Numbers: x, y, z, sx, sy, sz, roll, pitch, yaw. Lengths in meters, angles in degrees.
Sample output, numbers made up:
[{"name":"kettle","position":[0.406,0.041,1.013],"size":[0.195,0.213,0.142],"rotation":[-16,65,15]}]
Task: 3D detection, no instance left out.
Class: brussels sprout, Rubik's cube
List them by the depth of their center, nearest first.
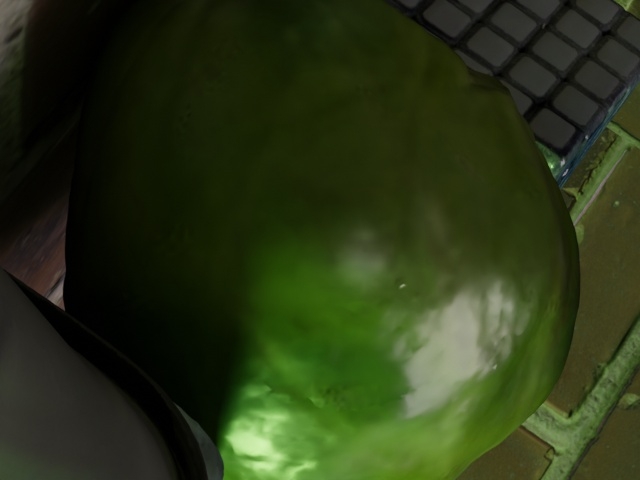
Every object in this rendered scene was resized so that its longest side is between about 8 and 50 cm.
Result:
[{"name":"brussels sprout","position":[0.000,0.000,0.945],"size":[0.344,0.268,0.344],"rotation":[-2,90,-87]},{"name":"Rubik's cube","position":[0.130,-0.120,1.605],"size":[0.237,0.238,0.237],"rotation":[-48,171,-43]}]

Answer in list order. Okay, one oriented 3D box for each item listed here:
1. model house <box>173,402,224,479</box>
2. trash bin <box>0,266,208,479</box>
[{"name":"model house","position":[-0.226,0.191,0.818],"size":[0.325,0.194,0.267],"rotation":[-48,173,-24]},{"name":"trash bin","position":[-0.168,0.074,0.538],"size":[0.220,0.219,0.250],"rotation":[-56,168,-15]}]
